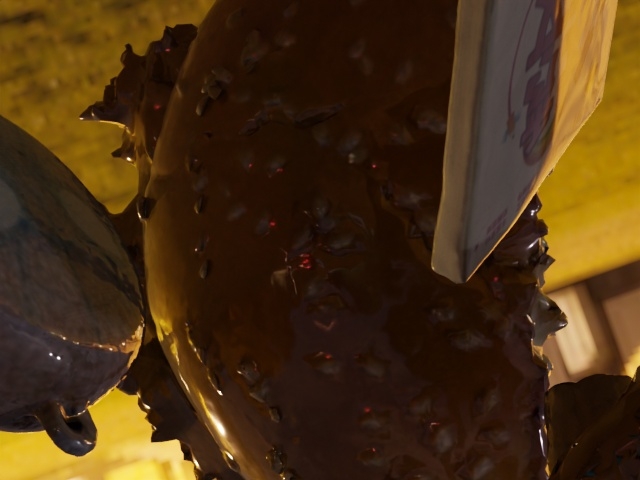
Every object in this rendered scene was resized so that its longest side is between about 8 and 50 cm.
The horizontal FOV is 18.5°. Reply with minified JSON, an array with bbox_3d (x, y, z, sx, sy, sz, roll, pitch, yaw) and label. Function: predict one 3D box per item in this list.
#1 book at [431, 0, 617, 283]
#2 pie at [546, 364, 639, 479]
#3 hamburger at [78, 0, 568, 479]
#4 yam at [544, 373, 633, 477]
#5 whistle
[{"bbox_3d":[0.096,-0.115,0.817,0.022,0.232,0.162,21,-137,22],"label":"book"},{"bbox_3d":[0.165,0.129,0.600,0.273,0.273,0.069,-19,-171,-17],"label":"pie"},{"bbox_3d":[0.000,0.000,1.166,0.287,0.445,0.268,-5,179,-1],"label":"hamburger"},{"bbox_3d":[0.112,0.209,0.760,0.045,0.327,0.045,-8,152,18],"label":"yam"},{"bbox_3d":[-0.120,-0.026,0.596,0.057,0.220,0.107,-37,156,21],"label":"whistle"}]
